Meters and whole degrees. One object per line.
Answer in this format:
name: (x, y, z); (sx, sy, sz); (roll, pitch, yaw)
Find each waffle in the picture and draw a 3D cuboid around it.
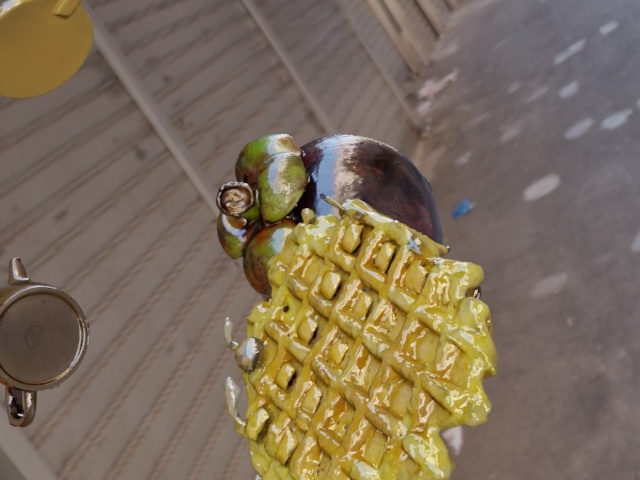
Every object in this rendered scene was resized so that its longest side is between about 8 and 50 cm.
waffle: (0.028, 0.088, 0.849); (0.262, 0.060, 0.281); (-27, 51, 36)

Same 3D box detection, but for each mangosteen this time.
mangosteen: (0.018, -0.004, 1.470); (0.311, 0.311, 0.311); (-33, 11, 7)

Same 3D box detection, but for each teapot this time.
teapot: (-0.212, 0.073, 0.781); (0.076, 0.121, 0.068); (-1, 3, -36)

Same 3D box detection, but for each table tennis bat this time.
table tennis bat: (-0.437, -0.360, 1.799); (0.198, 0.050, 0.321); (16, -60, -50)
